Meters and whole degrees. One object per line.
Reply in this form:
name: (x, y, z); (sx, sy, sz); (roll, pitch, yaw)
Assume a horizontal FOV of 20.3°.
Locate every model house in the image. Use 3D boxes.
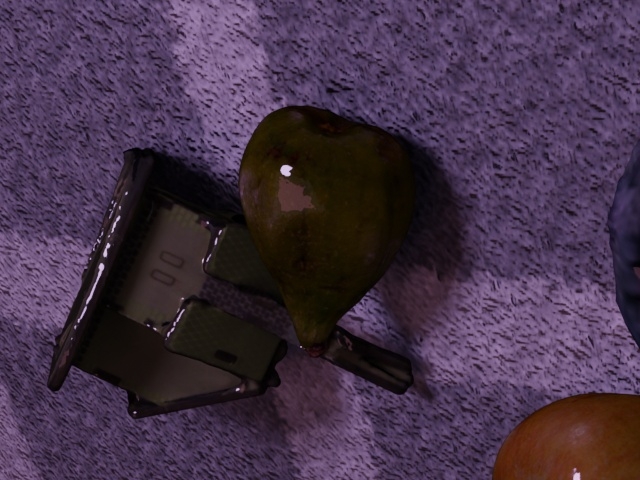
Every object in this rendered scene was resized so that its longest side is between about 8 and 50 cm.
model house: (-0.067, 0.067, 1.476); (0.279, 0.218, 0.204); (23, 94, -9)

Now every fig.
fig: (0.000, -0.014, 1.348); (0.133, 0.126, 0.185); (5, 137, -6)

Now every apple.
apple: (0.216, 0.192, 1.260); (0.182, 0.155, 0.182); (37, 140, 40)

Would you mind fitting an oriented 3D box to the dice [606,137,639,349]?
dice: (0.286, -0.002, 1.023); (0.183, 0.181, 0.182); (29, 144, 34)
